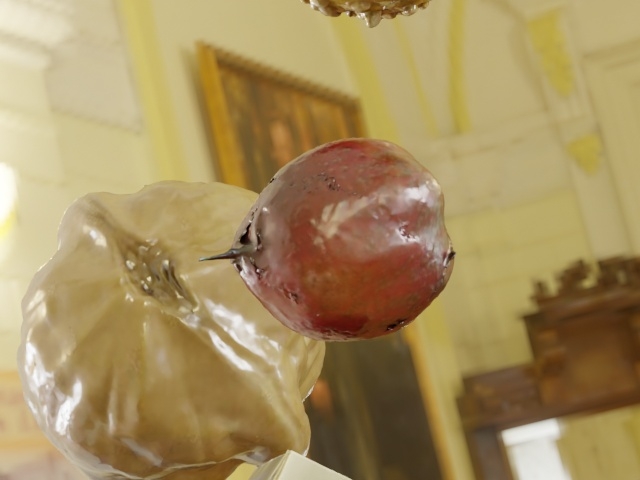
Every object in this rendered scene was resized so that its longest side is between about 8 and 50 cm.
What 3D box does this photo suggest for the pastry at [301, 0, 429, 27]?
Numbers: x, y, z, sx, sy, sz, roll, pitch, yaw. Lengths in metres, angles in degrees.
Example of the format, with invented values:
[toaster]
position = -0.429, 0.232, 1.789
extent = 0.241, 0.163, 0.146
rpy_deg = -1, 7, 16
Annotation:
[pastry]
position = 0.024, -0.329, 1.794
extent = 0.284, 0.315, 0.184
rpy_deg = -20, -40, -32

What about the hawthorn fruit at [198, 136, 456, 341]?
[hawthorn fruit]
position = 0.000, 0.000, 1.640
extent = 0.235, 0.181, 0.181
rpy_deg = -7, -12, -19

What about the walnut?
[walnut]
position = -0.160, 0.114, 2.042
extent = 0.383, 0.383, 0.383
rpy_deg = -13, -10, -2

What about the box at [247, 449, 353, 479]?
[box]
position = 0.008, 0.268, 1.666
extent = 0.168, 0.095, 0.212
rpy_deg = 28, -14, -3
